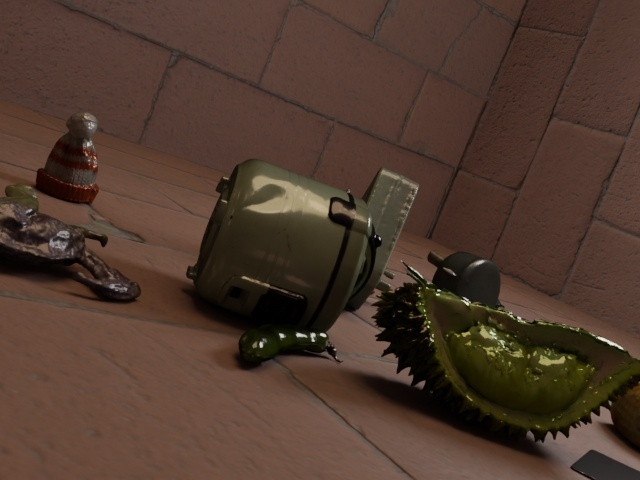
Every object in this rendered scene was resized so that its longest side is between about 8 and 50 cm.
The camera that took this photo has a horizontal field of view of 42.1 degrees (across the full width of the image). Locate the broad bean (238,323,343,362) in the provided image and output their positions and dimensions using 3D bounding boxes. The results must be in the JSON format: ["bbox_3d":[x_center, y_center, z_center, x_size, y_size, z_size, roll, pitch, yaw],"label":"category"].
[{"bbox_3d":[-0.043,0.125,1.018,0.069,0.039,0.227,32,10,28],"label":"broad bean"}]

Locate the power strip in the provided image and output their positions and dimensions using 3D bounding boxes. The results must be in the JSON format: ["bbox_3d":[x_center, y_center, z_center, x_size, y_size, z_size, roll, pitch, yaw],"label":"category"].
[{"bbox_3d":[0.097,0.026,1.549,0.141,0.229,0.261,25,-28,-2],"label":"power strip"}]

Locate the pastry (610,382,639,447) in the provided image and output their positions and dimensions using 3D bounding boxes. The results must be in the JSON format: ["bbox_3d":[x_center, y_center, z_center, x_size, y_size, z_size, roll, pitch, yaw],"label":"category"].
[{"bbox_3d":[0.564,0.298,1.324,0.182,0.093,0.192,23,6,-8],"label":"pastry"}]

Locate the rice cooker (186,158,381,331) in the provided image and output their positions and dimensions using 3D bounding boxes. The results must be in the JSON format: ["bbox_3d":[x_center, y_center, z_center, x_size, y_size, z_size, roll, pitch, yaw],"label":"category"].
[{"bbox_3d":[-0.047,0.017,1.161,0.244,0.226,0.226,18,7,-15],"label":"rice cooker"}]

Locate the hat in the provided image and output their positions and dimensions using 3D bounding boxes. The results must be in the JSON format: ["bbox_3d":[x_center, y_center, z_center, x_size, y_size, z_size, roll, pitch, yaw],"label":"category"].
[{"bbox_3d":[-0.437,-0.153,1.485,0.112,0.162,0.093,15,11,-21],"label":"hat"}]

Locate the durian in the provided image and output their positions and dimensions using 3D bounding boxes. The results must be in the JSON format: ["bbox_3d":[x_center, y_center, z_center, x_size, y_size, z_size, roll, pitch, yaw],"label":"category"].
[{"bbox_3d":[0.226,0.153,1.074,0.352,0.169,0.158,20,7,-5],"label":"durian"}]

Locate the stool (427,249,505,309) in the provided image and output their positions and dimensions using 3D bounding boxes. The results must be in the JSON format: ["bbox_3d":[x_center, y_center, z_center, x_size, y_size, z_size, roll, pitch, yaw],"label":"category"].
[{"bbox_3d":[0.313,0.119,1.855,0.139,0.153,0.228,24,-36,48],"label":"stool"}]

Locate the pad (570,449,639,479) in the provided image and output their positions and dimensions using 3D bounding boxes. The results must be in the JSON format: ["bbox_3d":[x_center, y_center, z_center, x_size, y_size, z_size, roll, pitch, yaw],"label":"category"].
[{"bbox_3d":[0.452,0.335,1.042,0.265,0.009,0.159,23,7,28],"label":"pad"}]

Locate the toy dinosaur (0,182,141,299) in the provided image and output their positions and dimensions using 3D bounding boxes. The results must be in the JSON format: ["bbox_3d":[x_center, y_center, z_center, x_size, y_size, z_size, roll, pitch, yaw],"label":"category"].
[{"bbox_3d":[-0.346,-0.012,0.986,0.294,0.077,0.162,20,7,-22],"label":"toy dinosaur"}]

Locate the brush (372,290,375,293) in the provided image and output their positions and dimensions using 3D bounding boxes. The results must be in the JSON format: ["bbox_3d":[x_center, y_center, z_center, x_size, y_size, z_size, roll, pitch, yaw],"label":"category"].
[{"bbox_3d":[0.030,0.070,1.784,0.190,0.027,0.034,32,13,18],"label":"brush"}]
